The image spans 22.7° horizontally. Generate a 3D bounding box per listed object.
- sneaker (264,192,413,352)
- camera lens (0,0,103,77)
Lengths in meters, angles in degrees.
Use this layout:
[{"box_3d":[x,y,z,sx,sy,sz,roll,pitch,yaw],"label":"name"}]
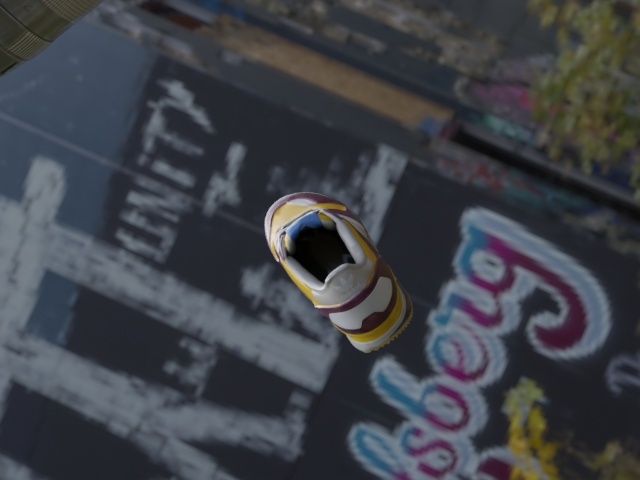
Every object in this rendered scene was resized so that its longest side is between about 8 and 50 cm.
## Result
[{"box_3d":[0.000,0.000,1.126,0.069,0.185,0.084,-41,-52,-3],"label":"sneaker"},{"box_3d":[-0.203,-0.247,1.029,0.274,0.219,0.219,-38,-7,5],"label":"camera lens"}]
